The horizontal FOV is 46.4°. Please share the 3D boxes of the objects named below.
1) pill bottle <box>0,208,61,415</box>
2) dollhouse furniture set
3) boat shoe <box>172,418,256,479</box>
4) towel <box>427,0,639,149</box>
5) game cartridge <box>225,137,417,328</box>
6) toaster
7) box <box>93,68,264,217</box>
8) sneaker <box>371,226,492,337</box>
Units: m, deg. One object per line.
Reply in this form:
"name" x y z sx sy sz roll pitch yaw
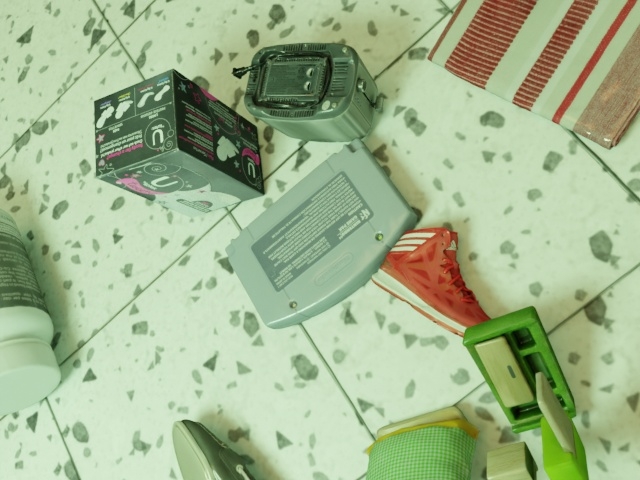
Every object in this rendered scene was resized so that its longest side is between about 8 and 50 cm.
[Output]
"pill bottle" -0.617 0.126 1.377 0.204 0.204 0.361 -38 64 14
"dollhouse furniture set" 0.156 0.236 0.938 0.302 0.197 0.151 -23 106 22
"boat shoe" -0.116 0.403 1.129 0.335 0.096 0.112 50 137 31
"towel" 0.347 -0.302 1.099 0.329 0.037 0.237 35 96 31
"game cartridge" 0.000 0.000 1.185 0.294 0.060 0.196 -39 60 13
"toaster" -0.016 -0.231 1.198 0.227 0.146 0.129 5 78 27
"box" -0.227 -0.145 1.224 0.164 0.247 0.142 -16 69 23
"sneaker" 0.185 0.054 1.059 0.221 0.087 0.128 30 93 28
